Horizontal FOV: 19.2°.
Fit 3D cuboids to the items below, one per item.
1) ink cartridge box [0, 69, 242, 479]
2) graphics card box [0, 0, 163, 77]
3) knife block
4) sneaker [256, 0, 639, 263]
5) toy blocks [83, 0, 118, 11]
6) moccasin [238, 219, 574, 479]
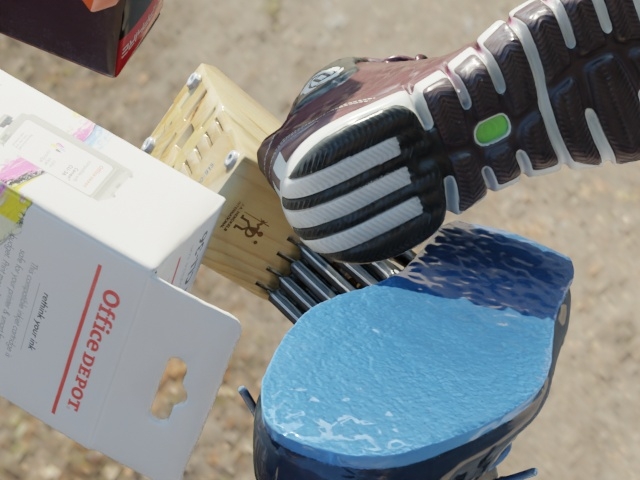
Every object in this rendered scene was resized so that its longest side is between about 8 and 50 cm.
[{"bbox_3d":[-0.119,0.009,0.821,0.198,0.115,0.067,31,41,8],"label":"ink cartridge box"},{"bbox_3d":[-0.192,-0.289,1.150,0.233,0.371,0.094,23,47,5],"label":"graphics card box"},{"bbox_3d":[0.000,0.000,1.421,0.088,0.242,0.276,-53,26,13],"label":"knife block"},{"bbox_3d":[0.088,-0.090,1.050,0.281,0.106,0.162,-21,22,-13],"label":"sneaker"},{"bbox_3d":[-0.066,-0.140,0.709,0.123,0.054,0.148,-46,66,8],"label":"toy blocks"},{"bbox_3d":[0.062,0.088,0.956,0.137,0.342,0.117,22,110,19],"label":"moccasin"}]
